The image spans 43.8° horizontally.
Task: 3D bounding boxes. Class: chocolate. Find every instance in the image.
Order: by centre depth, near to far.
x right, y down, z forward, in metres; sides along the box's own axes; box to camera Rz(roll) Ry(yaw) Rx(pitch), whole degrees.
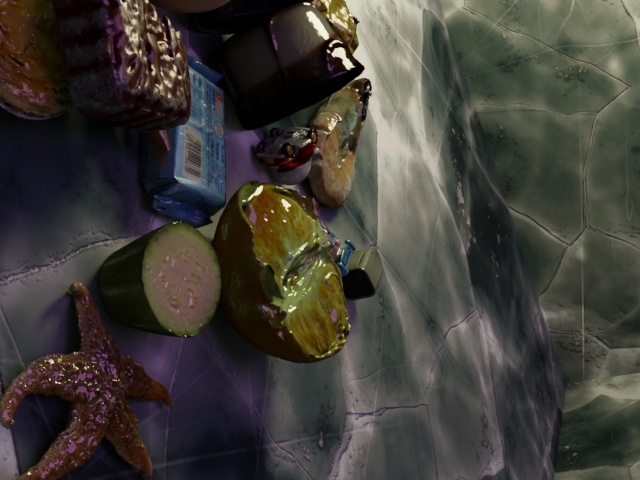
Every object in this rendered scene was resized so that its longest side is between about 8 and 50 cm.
[{"bbox_3d":[-0.069,-0.356,1.563,0.186,0.284,0.283,65,27,-3],"label":"chocolate"}]

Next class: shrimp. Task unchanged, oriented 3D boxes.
[{"bbox_3d":[0.055,-0.255,1.928,0.221,0.110,0.445,63,32,-36],"label":"shrimp"}]

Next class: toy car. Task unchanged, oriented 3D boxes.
[{"bbox_3d":[-0.068,-0.168,1.653,0.139,0.112,0.112,-45,134,-49],"label":"toy car"},{"bbox_3d":[0.000,0.000,1.692,0.161,0.098,0.126,63,27,-28],"label":"toy car"}]

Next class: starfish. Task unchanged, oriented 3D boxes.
[{"bbox_3d":[-0.292,0.217,1.068,0.302,0.060,0.299,46,37,-46],"label":"starfish"}]

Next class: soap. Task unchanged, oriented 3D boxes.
[{"bbox_3d":[-0.229,-0.172,1.353,0.156,0.077,0.293,29,53,-57],"label":"soap"}]

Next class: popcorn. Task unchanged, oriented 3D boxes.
[{"bbox_3d":[-0.012,-0.475,1.776,0.266,0.192,0.233,-95,162,-55],"label":"popcorn"}]

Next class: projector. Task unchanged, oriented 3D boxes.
[{"bbox_3d":[0.090,0.079,1.842,0.083,0.083,0.082,64,29,-24],"label":"projector"}]

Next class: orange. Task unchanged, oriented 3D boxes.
[{"bbox_3d":[-0.082,0.063,1.400,0.262,0.196,0.334,-85,155,-61],"label":"orange"}]

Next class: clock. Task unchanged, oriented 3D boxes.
[{"bbox_3d":[-0.116,-0.471,1.501,0.280,0.281,0.055,-18,87,-63],"label":"clock"}]

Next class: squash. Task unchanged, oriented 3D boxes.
[{"bbox_3d":[-0.239,0.065,1.171,0.170,0.123,0.170,37,47,-53],"label":"squash"}]

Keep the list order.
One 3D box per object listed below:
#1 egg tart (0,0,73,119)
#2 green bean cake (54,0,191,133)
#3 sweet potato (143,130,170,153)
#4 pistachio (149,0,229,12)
[{"bbox_3d":[-0.405,-0.268,1.042,0.234,0.094,0.234,30,54,-55],"label":"egg tart"},{"bbox_3d":[-0.265,-0.258,1.115,0.233,0.097,0.198,14,67,-72],"label":"green bean cake"},{"bbox_3d":[-0.301,-0.229,1.247,0.218,0.051,0.065,54,11,-12],"label":"sweet potato"},{"bbox_3d":[-0.264,-0.567,1.234,0.365,0.281,0.445,-39,107,-39],"label":"pistachio"}]
